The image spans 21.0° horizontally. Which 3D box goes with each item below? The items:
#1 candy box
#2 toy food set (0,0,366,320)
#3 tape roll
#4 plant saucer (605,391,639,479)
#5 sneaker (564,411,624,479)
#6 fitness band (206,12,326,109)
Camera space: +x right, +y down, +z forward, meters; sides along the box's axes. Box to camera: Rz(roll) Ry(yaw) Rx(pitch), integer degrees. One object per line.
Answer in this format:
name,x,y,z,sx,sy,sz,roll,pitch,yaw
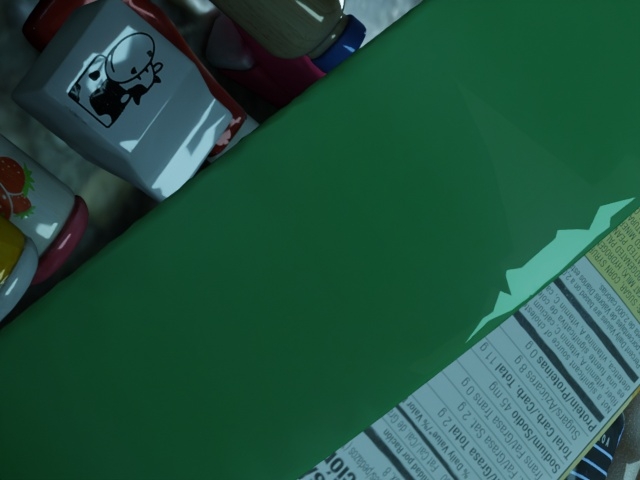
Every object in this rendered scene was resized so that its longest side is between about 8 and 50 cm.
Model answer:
candy box,0.063,0.047,0.734,0.087,0.183,0.316,50,57,-4
toy food set,-0.051,-0.051,0.618,0.104,0.111,0.232,40,73,-21
tape roll,0.000,0.000,0.565,0.077,0.321,0.321,52,51,-1
plant saucer,0.211,0.166,1.086,0.198,0.036,0.198,-16,111,-48
sneaker,0.123,0.132,0.931,0.090,0.081,0.232,-14,109,-41
fitness band,0.039,-0.146,0.782,0.291,0.054,0.209,26,76,-52
